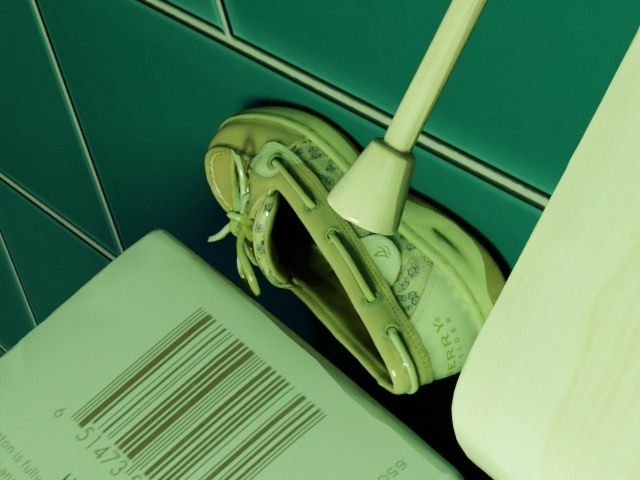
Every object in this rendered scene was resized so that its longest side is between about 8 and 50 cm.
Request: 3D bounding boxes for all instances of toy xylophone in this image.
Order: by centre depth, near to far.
[{"bbox_3d":[0.135,-0.032,0.632,0.236,0.081,0.323,48,114,37],"label":"toy xylophone"}]

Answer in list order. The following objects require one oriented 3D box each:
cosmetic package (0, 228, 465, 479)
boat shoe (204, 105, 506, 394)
[{"bbox_3d":[-0.065,0.280,1.274,0.329,0.327,0.394,36,162,44],"label":"cosmetic package"},{"bbox_3d":[0.000,0.000,1.189,0.285,0.089,0.105,32,147,49],"label":"boat shoe"}]
